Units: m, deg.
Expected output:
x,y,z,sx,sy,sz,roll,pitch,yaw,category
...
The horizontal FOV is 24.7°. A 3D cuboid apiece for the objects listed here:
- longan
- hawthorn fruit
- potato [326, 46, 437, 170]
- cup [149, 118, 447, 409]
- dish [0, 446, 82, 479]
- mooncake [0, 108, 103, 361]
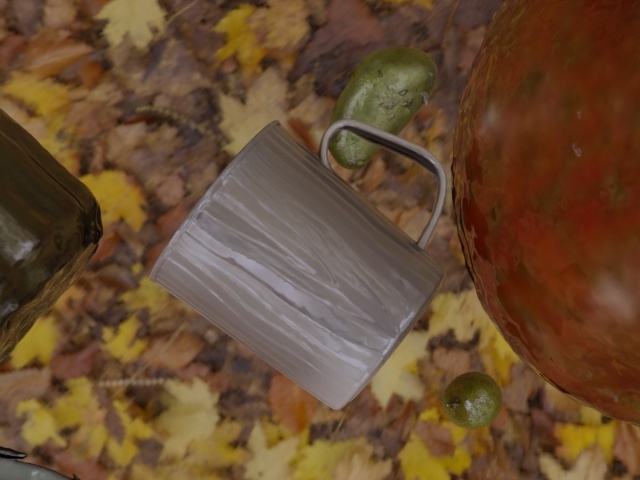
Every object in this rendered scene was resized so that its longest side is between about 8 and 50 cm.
x,y,z,sx,sy,sz,roll,pitch,yaw,category
0.175,0.189,1.723,0.075,0.083,0.075,4,96,49,longan
0.282,-0.067,0.775,0.402,0.403,0.403,4,108,12,hawthorn fruit
0.074,-0.176,1.923,0.105,0.085,0.188,29,108,-14,potato
-0.006,0.008,1.636,0.273,0.288,0.208,39,150,2,cup
-0.226,0.222,0.966,0.316,0.316,0.106,15,111,8,dish
-0.318,0.035,1.232,0.161,0.290,0.290,41,111,-3,mooncake
